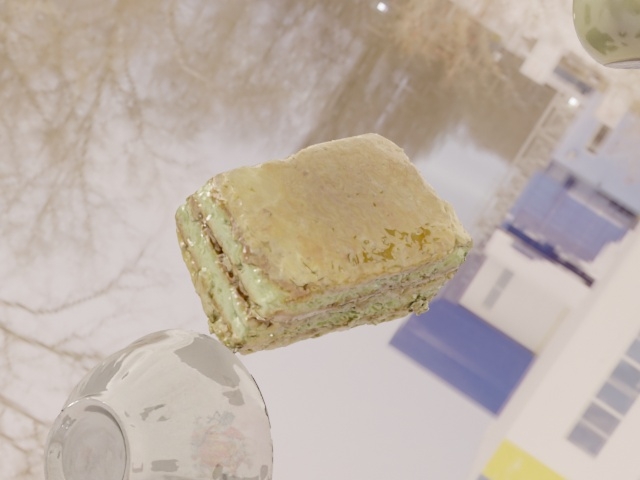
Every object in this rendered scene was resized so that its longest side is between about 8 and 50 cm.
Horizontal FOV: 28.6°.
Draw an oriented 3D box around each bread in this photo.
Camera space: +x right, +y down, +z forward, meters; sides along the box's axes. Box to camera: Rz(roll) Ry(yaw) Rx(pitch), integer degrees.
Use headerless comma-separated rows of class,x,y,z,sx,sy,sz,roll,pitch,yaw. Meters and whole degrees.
bread,0.000,0.000,0.940,0.196,0.102,0.138,-10,-128,-34

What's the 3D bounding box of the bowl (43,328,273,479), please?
bowl,-0.132,0.150,0.861,0.189,0.189,0.086,40,-166,34

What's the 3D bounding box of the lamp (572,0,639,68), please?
lamp,0.215,-0.198,0.841,0.090,0.163,0.091,1,179,0
